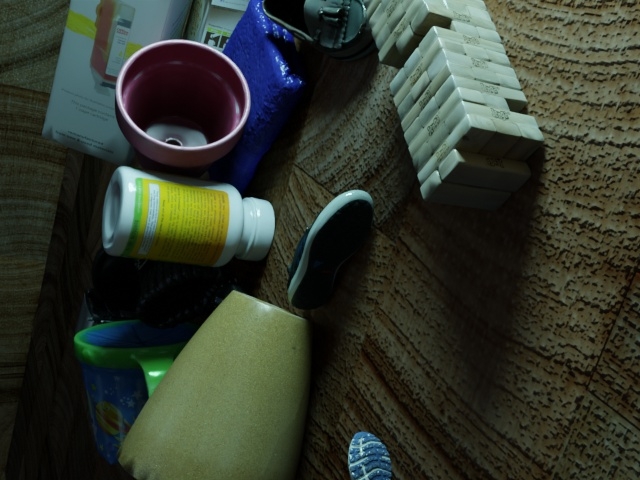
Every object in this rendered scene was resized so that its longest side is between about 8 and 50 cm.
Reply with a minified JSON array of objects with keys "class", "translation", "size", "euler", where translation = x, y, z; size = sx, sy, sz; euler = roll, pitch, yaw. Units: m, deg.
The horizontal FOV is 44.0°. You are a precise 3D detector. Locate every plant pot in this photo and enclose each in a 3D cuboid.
[{"class":"plant pot","translation":[-0.109,0.205,1.056],"size":[0.237,0.237,0.254],"euler":[11,78,62]},{"class":"plant pot","translation":[-0.224,-0.186,1.258],"size":[0.180,0.201,0.201],"euler":[123,146,-63]}]

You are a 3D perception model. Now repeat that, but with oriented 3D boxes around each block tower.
[{"class":"block tower","translation":[0.125,-0.193,0.824],"size":[0.091,0.097,0.335],"euler":[-51,42,44]}]

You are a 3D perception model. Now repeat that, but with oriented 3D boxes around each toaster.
[{"class":"toaster","translation":[-0.426,0.183,1.671],"size":[0.168,0.185,0.110],"euler":[42,115,57]}]

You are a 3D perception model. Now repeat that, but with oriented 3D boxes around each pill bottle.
[{"class":"pill bottle","translation":[-0.203,-0.030,1.234],"size":[0.136,0.245,0.136],"euler":[-26,60,58]}]

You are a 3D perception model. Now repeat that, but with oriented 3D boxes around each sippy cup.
[{"class":"sippy cup","translation":[-0.320,0.274,1.426],"size":[0.305,0.240,0.224],"euler":[-28,-62,-76]}]

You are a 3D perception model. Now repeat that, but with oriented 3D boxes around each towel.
[{"class":"towel","translation":[-0.120,-0.223,1.329],"size":[0.308,0.076,0.228],"euler":[-54,46,42]}]

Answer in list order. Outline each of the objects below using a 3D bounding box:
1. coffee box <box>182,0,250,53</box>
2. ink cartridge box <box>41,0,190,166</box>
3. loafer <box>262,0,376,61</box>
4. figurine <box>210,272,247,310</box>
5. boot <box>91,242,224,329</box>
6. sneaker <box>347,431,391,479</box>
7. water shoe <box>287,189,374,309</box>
[{"class":"coffee box","translation":[-0.164,-0.444,1.432],"size":[0.141,0.098,0.247],"euler":[57,132,53]},{"class":"ink cartridge box","translation":[-0.330,-0.369,1.371],"size":[0.279,0.160,0.385],"euler":[-84,16,-57]},{"class":"loafer","translation":[-0.004,-0.308,1.104],"size":[0.267,0.084,0.096],"euler":[34,112,60]},{"class":"figurine","translation":[-0.144,0.178,1.257],"size":[0.209,0.092,0.215],"euler":[-135,57,-66]},{"class":"boot","translation":[-0.321,0.077,1.505],"size":[0.348,0.131,0.260],"euler":[-46,43,30]},{"class":"sneaker","translation":[0.049,0.283,0.883],"size":[0.058,0.052,0.135],"euler":[129,140,-51]},{"class":"water shoe","translation":[0.000,0.000,1.028],"size":[0.203,0.073,0.080],"euler":[-60,32,34]}]
